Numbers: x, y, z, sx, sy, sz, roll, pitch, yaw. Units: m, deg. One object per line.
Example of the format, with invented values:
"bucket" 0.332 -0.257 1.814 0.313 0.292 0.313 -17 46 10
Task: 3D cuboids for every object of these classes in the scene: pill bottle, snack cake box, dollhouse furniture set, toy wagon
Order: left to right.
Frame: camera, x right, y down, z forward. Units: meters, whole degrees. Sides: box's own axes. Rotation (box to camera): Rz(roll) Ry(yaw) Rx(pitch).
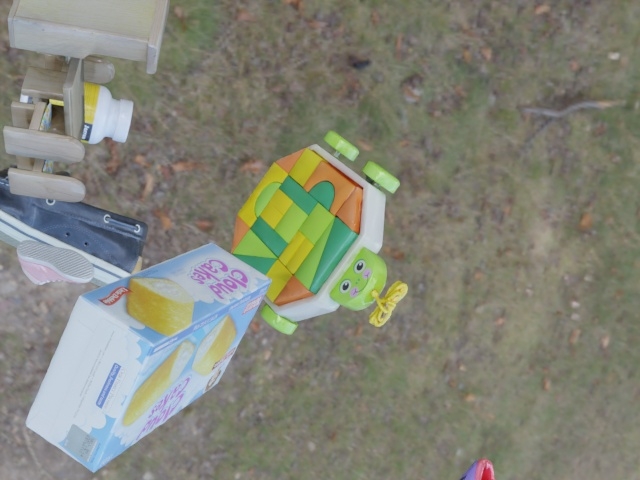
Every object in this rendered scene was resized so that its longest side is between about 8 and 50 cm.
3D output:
"pill bottle" -0.421 -0.224 1.698 0.184 0.103 0.103 11 97 -16
"dollhouse furniture set" -0.274 -0.193 1.184 0.242 0.161 0.212 107 -11 -53
"snack cake box" -0.166 0.108 1.011 0.152 0.089 0.264 -64 167 20
"toy wagon" 0.000 0.000 1.379 0.068 0.344 0.267 30 98 -38

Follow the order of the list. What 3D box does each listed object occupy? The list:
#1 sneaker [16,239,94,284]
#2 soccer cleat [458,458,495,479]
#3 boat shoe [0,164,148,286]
"sneaker" -0.441 0.048 1.651 0.070 0.134 0.051 108 2 -51
"soccer cleat" 0.250 0.332 0.954 0.108 0.318 0.116 19 97 -56
"boat shoe" -0.528 -0.069 1.779 0.500 0.187 0.156 30 77 -28
